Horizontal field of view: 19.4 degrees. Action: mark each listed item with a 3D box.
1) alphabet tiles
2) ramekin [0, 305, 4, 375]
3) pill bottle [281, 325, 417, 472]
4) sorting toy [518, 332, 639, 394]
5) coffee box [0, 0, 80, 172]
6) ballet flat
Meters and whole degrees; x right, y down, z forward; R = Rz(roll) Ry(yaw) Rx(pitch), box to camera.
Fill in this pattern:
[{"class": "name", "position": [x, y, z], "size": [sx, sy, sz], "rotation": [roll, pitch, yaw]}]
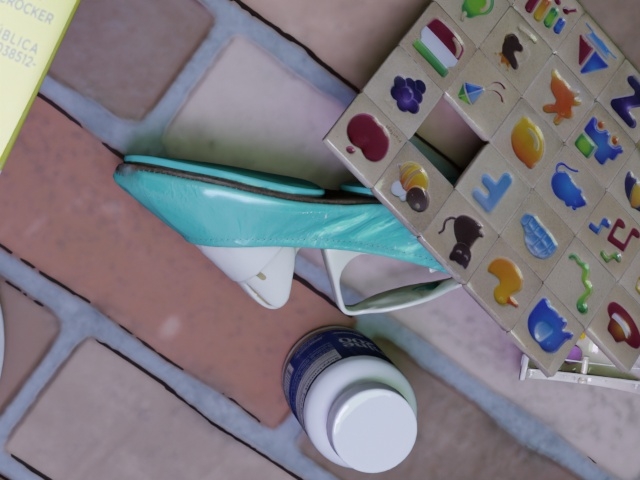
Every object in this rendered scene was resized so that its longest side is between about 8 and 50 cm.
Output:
[{"class": "alphabet tiles", "position": [0.134, -0.043, 1.109], "size": [0.237, 0.009, 0.198], "rotation": [46, 61, -15]}, {"class": "ramekin", "position": [-0.279, 0.067, 1.043], "size": [0.207, 0.109, 0.207], "rotation": [-2, 101, -11]}, {"class": "pill bottle", "position": [0.019, 0.095, 1.102], "size": [0.067, 0.120, 0.067], "rotation": [-2, 101, -11]}, {"class": "sorting toy", "position": [0.163, 0.053, 1.166], "size": [0.083, 0.045, 0.075], "rotation": [8, 92, -12]}, {"class": "coffee box", "position": [-0.244, -0.242, 0.863], "size": [0.338, 0.337, 0.334], "rotation": [24, 100, -14]}, {"class": "ballet flat", "position": [0.000, 0.000, 1.098], "size": [0.247, 0.083, 0.087], "rotation": [4, 95, -13]}]
